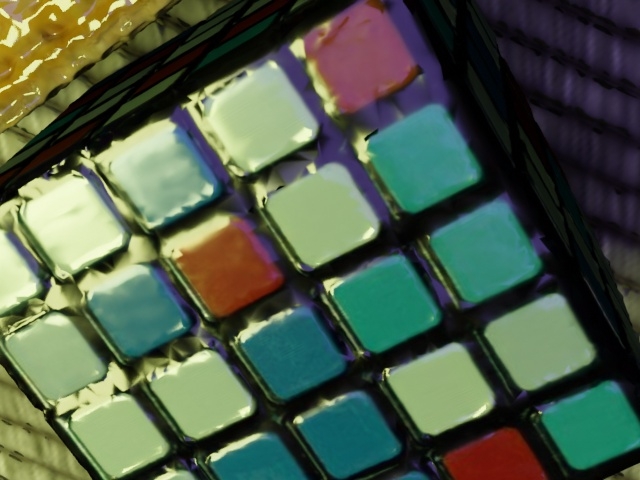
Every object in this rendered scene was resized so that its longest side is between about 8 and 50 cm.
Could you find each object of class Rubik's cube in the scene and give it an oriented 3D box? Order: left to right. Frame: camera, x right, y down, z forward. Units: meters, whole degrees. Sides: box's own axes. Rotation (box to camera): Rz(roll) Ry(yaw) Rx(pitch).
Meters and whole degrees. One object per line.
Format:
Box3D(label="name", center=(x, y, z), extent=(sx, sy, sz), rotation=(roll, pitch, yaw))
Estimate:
Box3D(label="Rubik's cube", center=(0.000, 0.000, 0.422), extent=(0.184, 0.187, 0.182), rotation=(-28, 107, 16))

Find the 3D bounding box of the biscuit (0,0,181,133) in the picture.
Box3D(label="biscuit", center=(-0.035, -0.138, 0.415), extent=(0.379, 0.094, 0.054), rotation=(-31, 106, 20))
